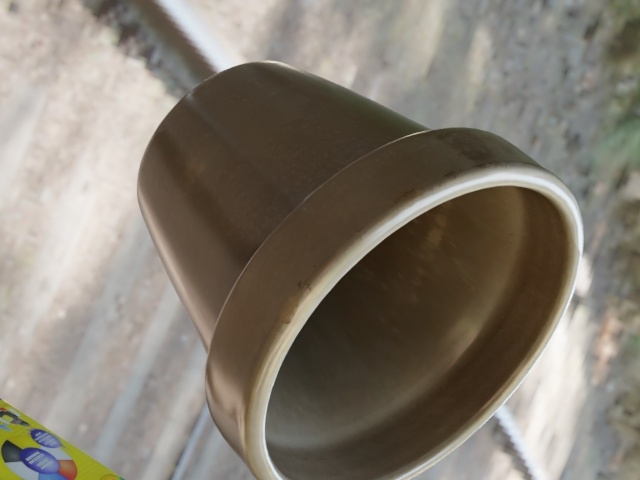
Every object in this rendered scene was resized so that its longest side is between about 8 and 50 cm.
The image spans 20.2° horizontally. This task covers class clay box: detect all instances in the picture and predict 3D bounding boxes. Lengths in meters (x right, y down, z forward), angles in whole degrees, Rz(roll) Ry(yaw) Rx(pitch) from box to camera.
[{"bbox_3d":[-0.285,0.249,1.827,0.053,0.222,0.127,-65,168,22],"label":"clay box"}]

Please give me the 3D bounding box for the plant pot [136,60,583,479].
[{"bbox_3d":[0.000,0.000,1.162,0.263,0.229,0.263,-27,142,-23],"label":"plant pot"}]
